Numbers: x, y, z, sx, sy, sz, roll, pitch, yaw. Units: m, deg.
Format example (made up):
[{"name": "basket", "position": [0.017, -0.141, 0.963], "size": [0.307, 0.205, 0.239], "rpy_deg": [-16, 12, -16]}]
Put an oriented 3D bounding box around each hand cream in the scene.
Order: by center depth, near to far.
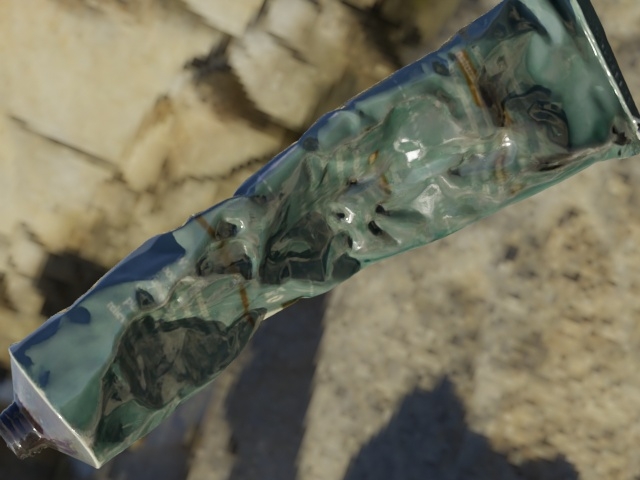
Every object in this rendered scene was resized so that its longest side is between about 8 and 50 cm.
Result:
[{"name": "hand cream", "position": [0.000, 0.001, 0.651], "size": [0.248, 0.075, 0.052], "rpy_deg": [-31, 40, -7]}]
